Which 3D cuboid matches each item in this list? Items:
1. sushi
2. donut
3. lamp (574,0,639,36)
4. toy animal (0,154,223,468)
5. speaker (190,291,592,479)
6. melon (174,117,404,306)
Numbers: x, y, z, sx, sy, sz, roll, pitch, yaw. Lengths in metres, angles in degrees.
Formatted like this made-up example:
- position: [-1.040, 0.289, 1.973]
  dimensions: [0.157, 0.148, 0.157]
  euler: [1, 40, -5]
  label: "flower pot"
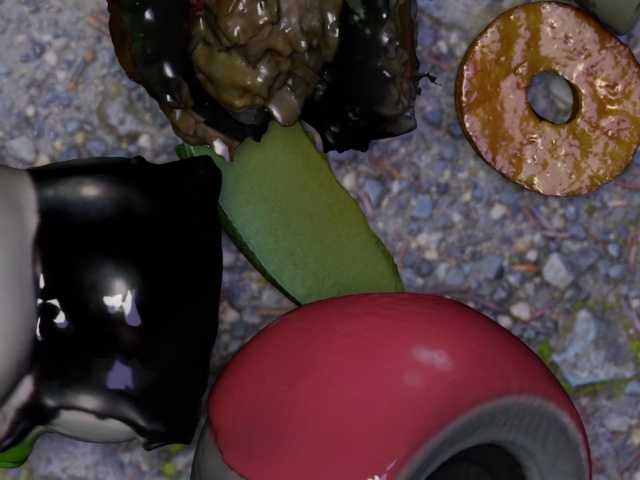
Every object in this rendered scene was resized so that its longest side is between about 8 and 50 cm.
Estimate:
- position: [-0.036, -0.171, 1.059]
  dimensions: [0.218, 0.225, 0.238]
  euler: [-7, 51, -1]
  label: "sushi"
- position: [0.171, -0.106, 1.178]
  dimensions: [0.152, 0.058, 0.152]
  euler: [-1, 94, -11]
  label: "donut"
- position: [0.268, -0.200, 1.166]
  dimensions: [0.214, 0.121, 0.121]
  euler: [27, 85, 0]
  label: "lamp"
- position: [-0.199, 0.045, 1.017]
  dimensions: [0.266, 0.212, 0.213]
  euler: [1, 92, -14]
  label: "toy animal"
- position: [0.041, 0.187, 1.052]
  dimensions: [0.294, 0.294, 0.294]
  euler: [0, 92, -14]
  label: "speaker"
- position: [0.001, 0.001, 1.161]
  dimensions: [0.262, 0.053, 0.114]
  euler: [46, 63, -15]
  label: "melon"
